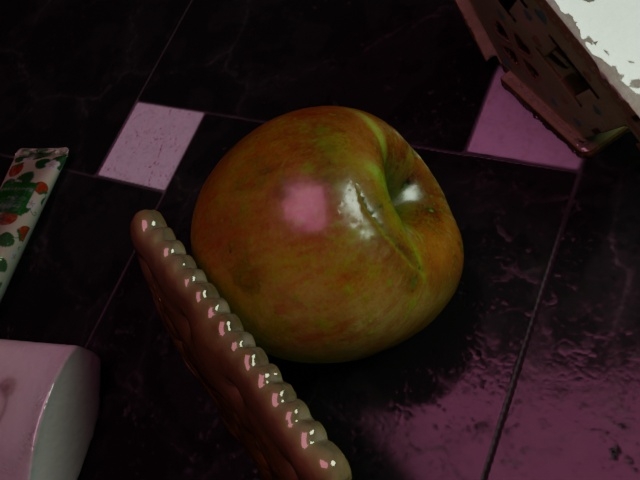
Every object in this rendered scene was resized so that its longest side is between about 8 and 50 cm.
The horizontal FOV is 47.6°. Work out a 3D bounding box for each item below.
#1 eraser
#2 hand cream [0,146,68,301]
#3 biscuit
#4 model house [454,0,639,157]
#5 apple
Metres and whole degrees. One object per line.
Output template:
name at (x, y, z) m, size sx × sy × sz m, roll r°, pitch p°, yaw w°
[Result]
eraser at (-0.388, 0.197, 0.816) m, size 0.270 × 0.095 × 0.174 m, roll 1°, pitch 67°, yaw 24°
hand cream at (-0.417, -0.011, 0.960) m, size 0.095 × 0.059 × 0.276 m, roll 1°, pitch 60°, yaw 21°
biscuit at (-0.076, 0.132, 0.651) m, size 0.044 × 0.217 × 0.325 m, roll -31°, pitch 56°, yaw -18°
model house at (0.259, -0.218, 0.702) m, size 0.169 × 0.244 × 0.326 m, roll -39°, pitch 90°, yaw 1°
apple at (0.000, 0.000, 0.704) m, size 0.226 × 0.246 × 0.246 m, roll -28°, pitch 54°, yaw 32°
